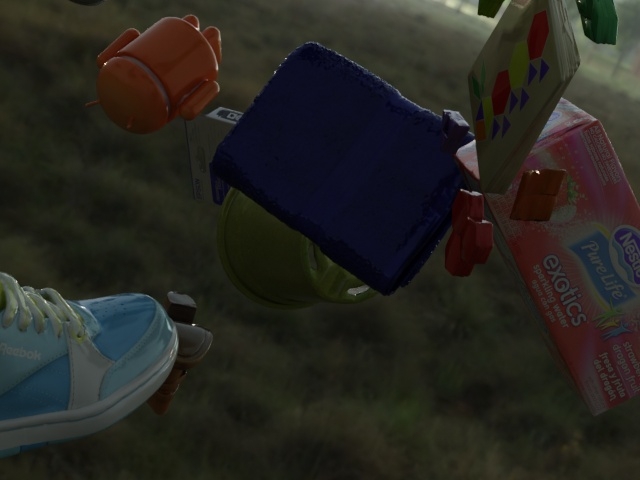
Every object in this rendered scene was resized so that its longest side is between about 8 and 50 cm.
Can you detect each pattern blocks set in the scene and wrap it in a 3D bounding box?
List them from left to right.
[{"bbox_3d":[0.170,-0.137,1.077,0.026,0.285,0.325,6,-23,-14],"label":"pattern blocks set"}]

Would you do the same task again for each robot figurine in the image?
[{"bbox_3d":[-0.239,-0.241,1.839,0.158,0.219,0.128,52,-32,-11],"label":"robot figurine"}]

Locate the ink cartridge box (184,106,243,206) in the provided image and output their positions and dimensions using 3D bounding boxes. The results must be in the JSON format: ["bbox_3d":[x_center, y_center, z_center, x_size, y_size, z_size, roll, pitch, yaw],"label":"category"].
[{"bbox_3d":[-0.145,-0.139,2.297,0.208,0.206,0.045,17,43,22],"label":"ink cartridge box"}]

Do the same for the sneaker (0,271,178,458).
[{"bbox_3d":[-0.239,0.051,0.952,0.319,0.208,0.127,-19,35,-40],"label":"sneaker"}]

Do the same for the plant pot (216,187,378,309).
[{"bbox_3d":[0.000,0.000,2.082,0.276,0.276,0.254,16,0,-25],"label":"plant pot"}]

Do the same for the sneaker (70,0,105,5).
[{"bbox_3d":[-0.336,-0.408,1.526,0.281,0.105,0.115,62,-7,-24],"label":"sneaker"}]

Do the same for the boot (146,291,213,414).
[{"bbox_3d":[-0.206,0.175,1.737,0.073,0.152,0.197,16,17,-12],"label":"boot"}]

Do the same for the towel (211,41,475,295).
[{"bbox_3d":[0.038,-0.094,1.588,0.308,0.227,0.076,35,-7,22],"label":"towel"}]

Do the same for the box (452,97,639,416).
[{"bbox_3d":[0.278,0.015,1.364,0.300,0.142,0.154,62,3,-16],"label":"box"}]
